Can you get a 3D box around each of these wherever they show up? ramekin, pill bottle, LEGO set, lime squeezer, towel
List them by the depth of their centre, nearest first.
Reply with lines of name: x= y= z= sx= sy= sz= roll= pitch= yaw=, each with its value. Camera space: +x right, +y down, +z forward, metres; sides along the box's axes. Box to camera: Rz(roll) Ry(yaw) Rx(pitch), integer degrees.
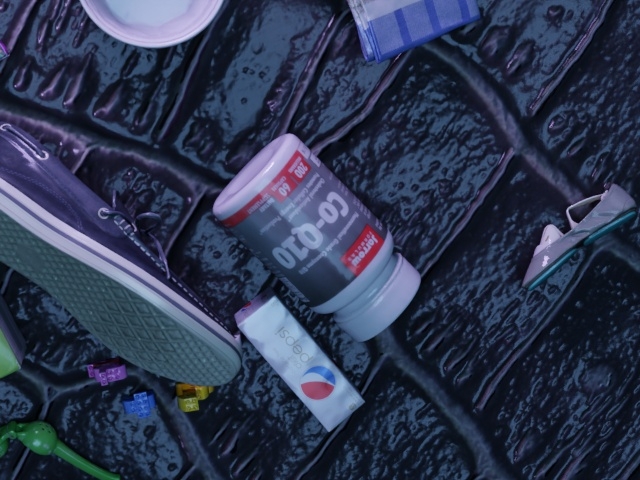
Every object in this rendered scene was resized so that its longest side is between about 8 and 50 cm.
ramekin: x=-0.229 y=-0.365 z=1.753 sx=0.207 sy=0.109 sz=0.207 roll=-2 pitch=101 yaw=-8
towel: x=0.103 y=-0.411 z=1.808 sx=0.209 sy=0.034 sz=0.285 roll=-27 pitch=105 yaw=-25
pill bottle: x=0.000 y=0.000 z=1.827 sx=0.161 sy=0.161 sz=0.283 roll=-45 pitch=103 yaw=1
LEGO set: x=-0.216 y=0.207 z=1.867 sx=0.227 sy=0.093 sz=0.087 roll=-11 pitch=102 yaw=-7
lime squeezer: x=-0.447 y=0.310 z=1.881 sx=0.310 sy=0.059 sz=0.110 roll=0 pitch=130 yaw=-10

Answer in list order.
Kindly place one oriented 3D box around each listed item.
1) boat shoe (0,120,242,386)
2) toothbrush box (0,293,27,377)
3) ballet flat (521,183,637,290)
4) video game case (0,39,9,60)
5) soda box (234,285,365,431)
boat shoe: x=-0.300 y=0.015 z=1.764 sx=0.500 sy=0.187 sz=0.156 roll=37 pitch=51 yaw=-4
toothbrush box: x=-0.580 y=0.134 z=1.786 sx=0.283 sy=0.122 sz=0.206 roll=-24 pitch=103 yaw=-2
ballet flat: x=0.374 y=-0.008 z=1.940 sx=0.213 sy=0.072 sz=0.068 roll=-36 pitch=76 yaw=-2
video game case: x=-0.572 y=-0.296 z=1.747 sx=0.210 sy=0.042 sz=0.232 roll=-32 pitch=103 yaw=-2
soda box: x=-0.031 y=0.174 z=1.902 sx=0.074 sy=0.069 sz=0.216 roll=-40 pitch=104 yaw=0
